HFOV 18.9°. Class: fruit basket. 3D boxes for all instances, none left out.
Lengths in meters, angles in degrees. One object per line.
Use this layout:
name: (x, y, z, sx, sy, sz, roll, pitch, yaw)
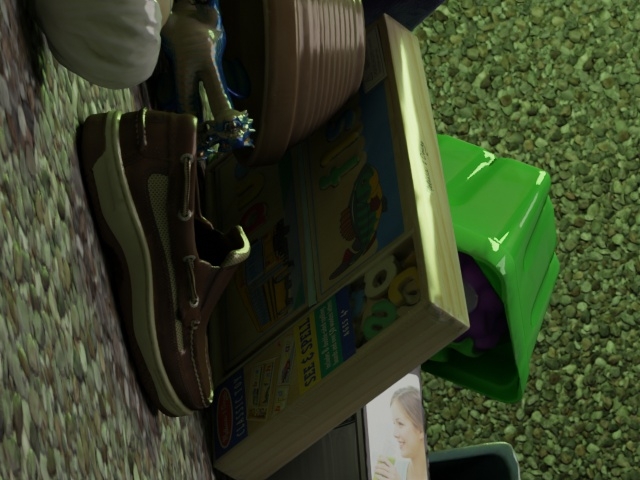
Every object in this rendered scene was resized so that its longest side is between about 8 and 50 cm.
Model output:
fruit basket: (0.038, 0.068, 2.036, 0.283, 0.392, 0.392, 76, 6, -48)

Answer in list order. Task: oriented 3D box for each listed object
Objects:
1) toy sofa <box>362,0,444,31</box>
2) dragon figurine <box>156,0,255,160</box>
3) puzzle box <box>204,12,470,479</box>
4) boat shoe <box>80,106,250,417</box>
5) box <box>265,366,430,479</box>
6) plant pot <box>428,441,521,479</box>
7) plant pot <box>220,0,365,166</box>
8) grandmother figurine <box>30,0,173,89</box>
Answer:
toy sofa: (0.025, -0.262, 1.941, 0.177, 0.150, 0.362, 52, -33, 1)
dragon figurine: (-0.110, -0.166, 1.700, 0.289, 0.085, 0.144, -102, -178, -65)
puzzle box: (0.000, 0.000, 1.786, 0.052, 0.272, 0.409, 33, 31, -30)
boat shoe: (-0.096, 0.021, 1.372, 0.095, 0.095, 0.257, -95, 174, -52)
box: (0.015, 0.237, 1.763, 0.087, 0.169, 0.290, 14, 65, -40)
plant pot: (0.065, 0.356, 1.979, 0.252, 0.248, 0.247, 136, -54, -71)
plant pot: (-0.024, -0.188, 1.793, 0.237, 0.110, 0.237, 177, -90, -77)
grandmother figurine: (-0.117, -0.247, 1.277, 0.208, 0.104, 0.342, 67, 25, -52)
